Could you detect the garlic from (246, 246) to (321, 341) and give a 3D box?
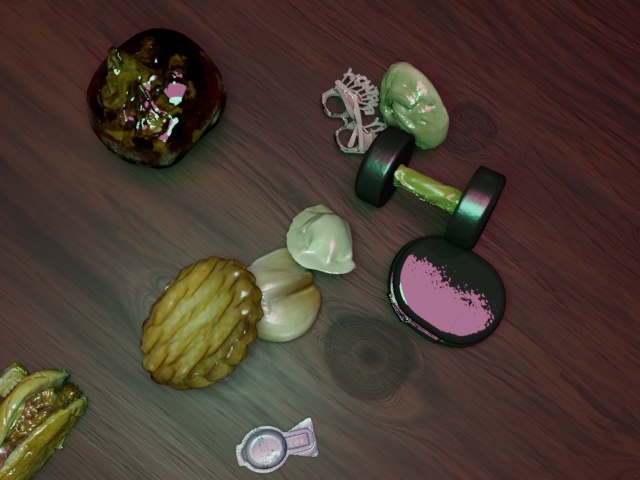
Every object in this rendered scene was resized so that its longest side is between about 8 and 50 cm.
[{"bbox_3d":[-0.109,0.141,1.535,0.228,0.110,0.217,-24,86,-11],"label":"garlic"}]

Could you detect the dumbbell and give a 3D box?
[{"bbox_3d":[0.265,-0.129,1.549,0.322,0.204,0.203,27,76,14],"label":"dumbbell"}]

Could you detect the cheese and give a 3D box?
[{"bbox_3d":[-0.103,0.487,1.497,0.191,0.042,0.105,-9,81,-9],"label":"cheese"}]

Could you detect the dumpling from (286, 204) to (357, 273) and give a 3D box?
[{"bbox_3d":[-0.001,-0.003,1.558,0.166,0.126,0.215,-1,71,-17],"label":"dumpling"}]

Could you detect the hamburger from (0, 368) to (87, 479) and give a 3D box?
[{"bbox_3d":[-0.650,0.419,1.388,0.155,0.245,0.282,35,33,6],"label":"hamburger"}]

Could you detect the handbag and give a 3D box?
[{"bbox_3d":[0.313,0.130,1.593,0.308,0.093,0.253,34,78,1],"label":"handbag"}]

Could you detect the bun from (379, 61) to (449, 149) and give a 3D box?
[{"bbox_3d":[0.224,-0.333,1.619,0.116,0.210,0.237,-32,98,-11],"label":"bun"}]

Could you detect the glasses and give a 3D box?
[{"bbox_3d":[0.105,-0.342,1.665,0.162,0.095,0.255,-15,82,-24],"label":"glasses"}]

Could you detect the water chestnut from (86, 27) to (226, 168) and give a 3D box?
[{"bbox_3d":[-0.394,-0.342,1.485,0.335,0.347,0.335,-1,80,4],"label":"water chestnut"}]

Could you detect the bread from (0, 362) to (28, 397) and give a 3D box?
[{"bbox_3d":[-0.718,0.324,1.462,0.049,0.034,0.088,42,81,-12],"label":"bread"}]

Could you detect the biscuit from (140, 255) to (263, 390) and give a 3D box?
[{"bbox_3d":[-0.263,0.192,1.441,0.326,0.107,0.325,-17,52,23],"label":"biscuit"}]
